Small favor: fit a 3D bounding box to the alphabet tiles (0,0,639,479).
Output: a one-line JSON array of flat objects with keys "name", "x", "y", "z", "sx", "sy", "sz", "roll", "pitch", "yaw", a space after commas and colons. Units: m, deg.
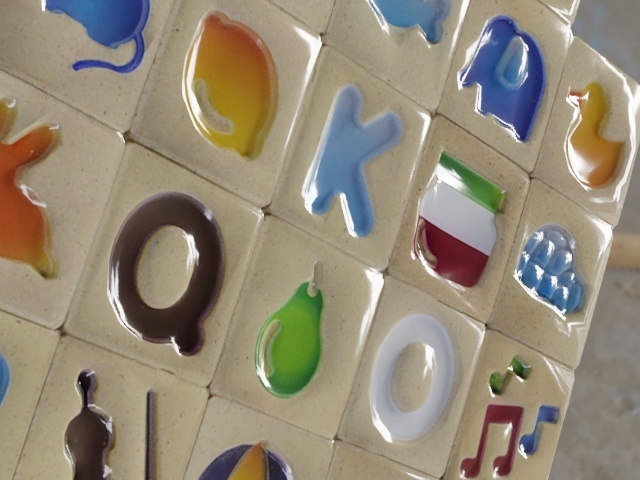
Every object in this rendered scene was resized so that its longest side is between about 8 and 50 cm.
[{"name": "alphabet tiles", "x": 0.000, "y": 0.000, "z": 0.485, "sx": 0.285, "sy": 0.011, "sz": 0.342, "roll": 27, "pitch": 76, "yaw": -42}]
